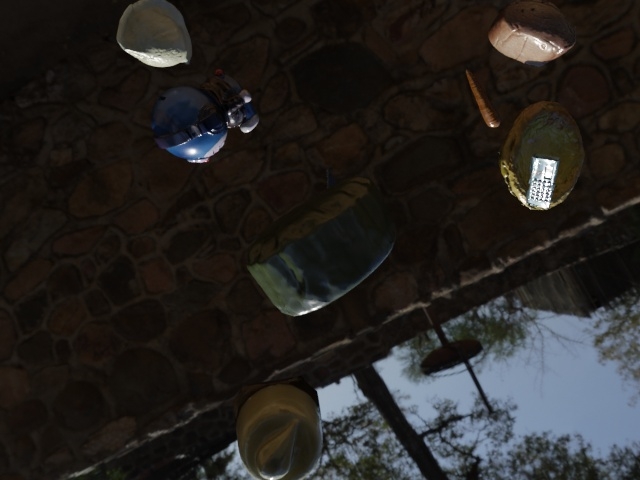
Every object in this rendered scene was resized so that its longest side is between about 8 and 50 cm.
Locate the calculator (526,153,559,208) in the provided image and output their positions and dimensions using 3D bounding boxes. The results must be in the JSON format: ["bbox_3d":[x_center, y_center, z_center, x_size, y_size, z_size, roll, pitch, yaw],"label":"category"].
[{"bbox_3d":[0.494,-0.129,1.107,0.018,0.057,0.172,-62,152,-25],"label":"calculator"}]

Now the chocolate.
[{"bbox_3d":[-0.135,0.651,1.690,0.313,0.326,0.297,-5,170,-9],"label":"chocolate"}]

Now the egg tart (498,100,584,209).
[{"bbox_3d":[0.583,-0.230,1.342,0.294,0.294,0.123,-23,-166,-21],"label":"egg tart"}]

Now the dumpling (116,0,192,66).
[{"bbox_3d":[-0.417,-0.530,1.263,0.215,0.167,0.126,-10,-168,-30],"label":"dumpling"}]

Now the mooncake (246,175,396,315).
[{"bbox_3d":[0.000,0.000,1.164,0.356,0.194,0.356,-35,-167,9],"label":"mooncake"}]

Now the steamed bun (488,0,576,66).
[{"bbox_3d":[0.488,-0.482,1.133,0.106,0.175,0.145,-61,179,0],"label":"steamed bun"}]

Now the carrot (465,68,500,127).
[{"bbox_3d":[0.509,-0.447,1.562,0.048,0.216,0.048,-31,-157,15],"label":"carrot"}]

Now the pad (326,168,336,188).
[{"bbox_3d":[0.044,-0.114,1.861,0.012,0.269,0.269,-1,177,8],"label":"pad"}]

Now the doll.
[{"bbox_3d":[-0.376,-0.382,1.546,0.310,0.240,0.284,-45,-146,-23],"label":"doll"}]
